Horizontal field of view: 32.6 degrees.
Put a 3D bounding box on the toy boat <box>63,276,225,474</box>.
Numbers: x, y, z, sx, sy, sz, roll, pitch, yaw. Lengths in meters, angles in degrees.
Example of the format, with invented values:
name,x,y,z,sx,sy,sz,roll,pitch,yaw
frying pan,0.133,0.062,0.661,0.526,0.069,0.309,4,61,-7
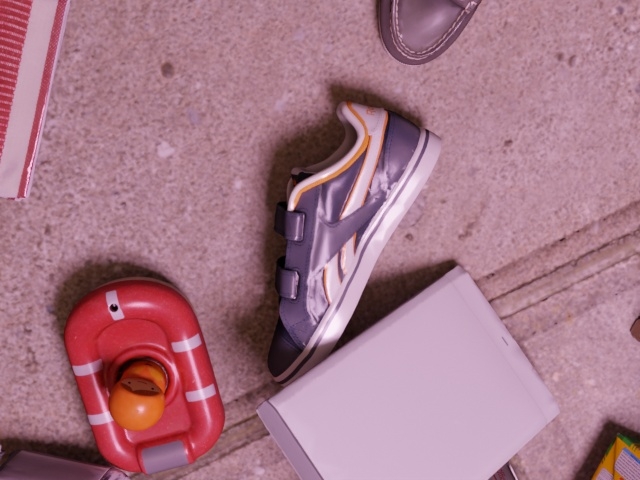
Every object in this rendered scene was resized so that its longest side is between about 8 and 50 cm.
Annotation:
name,x,y,z,sx,sy,sz,roll,pitch,yaw
toy boat,-0.196,0.158,1.195,0.151,0.151,0.231,-15,103,0

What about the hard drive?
name,x,y,z,sx,sy,sz,roll,pitch,yaw
hard drive,0.103,0.179,1.156,0.308,0.040,0.203,-31,85,-37

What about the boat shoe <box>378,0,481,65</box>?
name,x,y,z,sx,sy,sz,roll,pitch,yaw
boat shoe,0.156,-0.338,1.134,0.112,0.095,0.335,25,100,-9

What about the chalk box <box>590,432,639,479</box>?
name,x,y,z,sx,sy,sz,roll,pitch,yaw
chalk box,0.426,0.333,1.270,0.213,0.132,0.132,21,101,-26

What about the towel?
name,x,y,z,sx,sy,sz,roll,pitch,yaw
towel,-0.452,-0.187,1.164,0.329,0.037,0.237,13,99,-8

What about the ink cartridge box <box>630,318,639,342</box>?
name,x,y,z,sx,sy,sz,roll,pitch,yaw
ink cartridge box,0.503,0.059,1.249,0.193,0.088,0.234,24,101,-9

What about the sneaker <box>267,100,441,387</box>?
name,x,y,z,sx,sy,sz,roll,pitch,yaw
sneaker,0.000,0.000,1.188,0.128,0.126,0.321,28,92,-12

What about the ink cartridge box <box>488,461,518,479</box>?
name,x,y,z,sx,sy,sz,roll,pitch,yaw
ink cartridge box,0.224,0.332,1.283,0.062,0.104,0.181,-26,102,2

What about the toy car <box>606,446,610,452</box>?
name,x,y,z,sx,sy,sz,roll,pitch,yaw
toy car,0.311,0.298,1.314,0.060,0.040,0.122,25,100,-8

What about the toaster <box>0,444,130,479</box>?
name,x,y,z,sx,sy,sz,roll,pitch,yaw
toaster,-0.295,0.331,1.224,0.147,0.129,0.226,6,108,10
